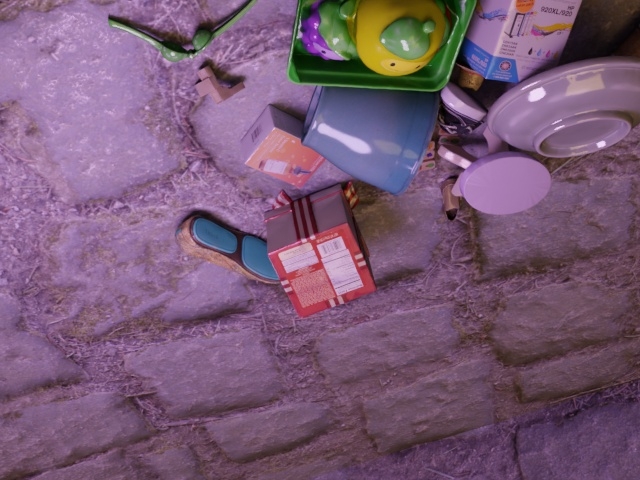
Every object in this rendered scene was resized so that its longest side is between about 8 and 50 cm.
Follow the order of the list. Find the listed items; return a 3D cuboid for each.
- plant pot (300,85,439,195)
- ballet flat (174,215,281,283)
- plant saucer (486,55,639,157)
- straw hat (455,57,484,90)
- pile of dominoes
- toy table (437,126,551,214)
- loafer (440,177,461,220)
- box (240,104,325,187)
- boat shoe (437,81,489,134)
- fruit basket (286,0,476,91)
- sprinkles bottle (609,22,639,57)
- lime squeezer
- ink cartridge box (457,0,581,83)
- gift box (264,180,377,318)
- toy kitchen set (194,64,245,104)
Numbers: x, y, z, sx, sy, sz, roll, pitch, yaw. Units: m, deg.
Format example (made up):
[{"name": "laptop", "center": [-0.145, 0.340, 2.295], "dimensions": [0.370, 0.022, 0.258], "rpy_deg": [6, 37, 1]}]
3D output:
[{"name": "plant pot", "center": [0.100, -0.269, 1.787], "dimensions": [0.255, 0.272, 0.272], "rpy_deg": [18, 130, -10]}, {"name": "ballet flat", "center": [-0.243, 0.032, 2.110], "dimensions": [0.348, 0.123, 0.123], "rpy_deg": [27, 123, -37]}, {"name": "plant saucer", "center": [0.582, -0.273, 1.760], "dimensions": [0.400, 0.101, 0.400], "rpy_deg": [-6, 163, -2]}, {"name": "straw hat", "center": [0.342, -0.373, 1.767], "dimensions": [0.144, 0.144, 0.061], "rpy_deg": [3, 120, -20]}, {"name": "pile of dominoes", "center": [0.268, -0.283, 1.969], "dimensions": [0.195, 0.040, 0.251], "rpy_deg": [-12, 138, -4]}, {"name": "toy table", "center": [0.443, -0.181, 2.014], "dimensions": [0.274, 0.161, 0.252], "rpy_deg": [16, 119, -38]}, {"name": "loafer", "center": [0.366, -0.112, 2.169], "dimensions": [0.056, 0.050, 0.148], "rpy_deg": [-15, 138, -1]}, {"name": "box", "center": [-0.085, -0.225, 1.888], "dimensions": [0.170, 0.091, 0.130], "rpy_deg": [21, 126, -33]}, {"name": "boat shoe", "center": [0.322, -0.296, 1.833], "dimensions": [0.102, 0.108, 0.301], "rpy_deg": [-47, 170, 17]}, {"name": "fruit basket", "center": [0.130, -0.409, 1.558], "dimensions": [0.392, 0.392, 0.283], "rpy_deg": [0, 135, -16]}, {"name": "sprinkles bottle", "center": [0.733, -0.393, 1.931], "dimensions": [0.121, 0.121, 0.355], "rpy_deg": [18, 128, -31]}, {"name": "lime squeezer", "center": [-0.279, -0.438, 1.648], "dimensions": [0.310, 0.059, 0.110], "rpy_deg": [-10, 107, -4]}, {"name": "ink cartridge box", "center": [0.427, -0.477, 1.683], "dimensions": [0.171, 0.168, 0.233], "rpy_deg": [3, 120, -20]}, {"name": "gift box", "center": [0.000, 0.000, 2.038], "dimensions": [0.255, 0.258, 0.276], "rpy_deg": [-17, 118, 4]}, {"name": "toy kitchen set", "center": [-0.233, -0.356, 1.758], "dimensions": [0.068, 0.075, 0.083], "rpy_deg": [-10, 114, 52]}]
